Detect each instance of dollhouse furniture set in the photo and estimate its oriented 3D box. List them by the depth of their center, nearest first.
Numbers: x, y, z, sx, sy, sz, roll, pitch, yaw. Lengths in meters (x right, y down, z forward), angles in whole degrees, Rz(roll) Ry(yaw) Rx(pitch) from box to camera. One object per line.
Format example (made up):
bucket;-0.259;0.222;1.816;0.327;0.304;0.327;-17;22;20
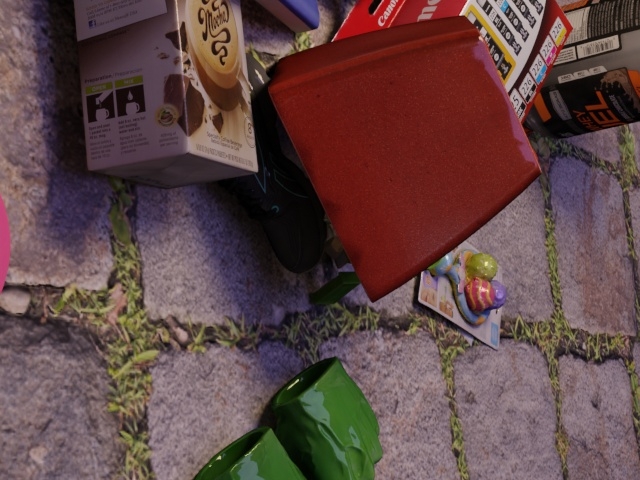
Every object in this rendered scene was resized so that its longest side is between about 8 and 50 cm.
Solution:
dollhouse furniture set;0.000;0.000;1.560;0.076;0.058;0.151;0;61;-46

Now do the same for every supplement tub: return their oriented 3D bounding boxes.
supplement tub;0.438;-0.277;1.953;0.207;0.338;0.207;18;67;-50

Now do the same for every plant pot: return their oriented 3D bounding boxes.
plant pot;0.107;-0.126;1.461;0.267;0.236;0.267;63;9;-14

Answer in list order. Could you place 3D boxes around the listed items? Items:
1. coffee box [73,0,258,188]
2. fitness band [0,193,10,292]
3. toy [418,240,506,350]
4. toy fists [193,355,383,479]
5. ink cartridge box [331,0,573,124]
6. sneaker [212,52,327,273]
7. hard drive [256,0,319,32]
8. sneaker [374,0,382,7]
coffee box;-0.162;-0.215;1.291;0.168;0.119;0.297;10;72;-69
fitness band;-0.382;-0.005;1.026;0.291;0.054;0.209;2;79;-52
toy;0.224;0.060;1.814;0.237;0.056;0.136;30;59;-46
toy fists;-0.029;0.256;1.394;0.142;0.096;0.279;59;41;-9
ink cartridge box;0.177;-0.262;1.710;0.272;0.130;0.309;45;65;-37
sneaker;-0.084;-0.077;1.429;0.106;0.101;0.267;-28;97;-39
hard drive;-0.063;-0.368;1.444;0.319;0.040;0.210;-4;83;-80
sneaker;0.138;-0.360;1.818;0.192;0.064;0.086;12;55;-45
